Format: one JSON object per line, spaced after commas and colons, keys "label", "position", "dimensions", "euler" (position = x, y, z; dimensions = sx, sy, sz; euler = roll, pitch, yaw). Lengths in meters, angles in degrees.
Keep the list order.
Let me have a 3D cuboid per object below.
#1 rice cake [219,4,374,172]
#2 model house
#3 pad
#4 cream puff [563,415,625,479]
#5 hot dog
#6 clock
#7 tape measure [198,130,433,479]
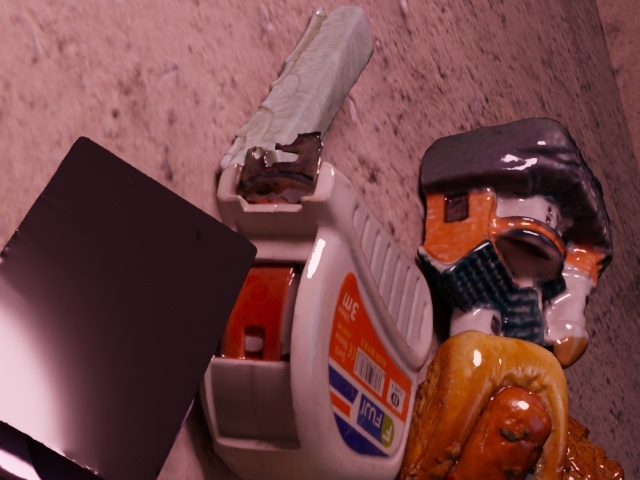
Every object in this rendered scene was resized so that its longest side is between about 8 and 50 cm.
{"label": "rice cake", "position": [-0.017, -0.130, 1.292], "dimensions": [0.336, 0.063, 0.066], "euler": [-65, 143, -53]}
{"label": "model house", "position": [0.232, 0.051, 1.619], "dimensions": [0.271, 0.190, 0.300], "euler": [60, 32, -41]}
{"label": "pad", "position": [-0.142, 0.043, 0.914], "dimensions": [0.160, 0.009, 0.265], "euler": [33, 39, -9]}
{"label": "cream puff", "position": [0.244, 0.317, 1.518], "dimensions": [0.303, 0.212, 0.303], "euler": [-9, 90, -72]}
{"label": "hot dog", "position": [0.130, 0.215, 1.236], "dimensions": [0.150, 0.256, 0.153], "euler": [16, 34, -21]}
{"label": "clock", "position": [-0.153, 0.126, 0.875], "dimensions": [0.110, 0.050, 0.152], "euler": [32, 42, -7]}
{"label": "tape measure", "position": [-0.007, 0.082, 1.146], "dimensions": [0.258, 0.130, 0.265], "euler": [48, 50, -56]}
